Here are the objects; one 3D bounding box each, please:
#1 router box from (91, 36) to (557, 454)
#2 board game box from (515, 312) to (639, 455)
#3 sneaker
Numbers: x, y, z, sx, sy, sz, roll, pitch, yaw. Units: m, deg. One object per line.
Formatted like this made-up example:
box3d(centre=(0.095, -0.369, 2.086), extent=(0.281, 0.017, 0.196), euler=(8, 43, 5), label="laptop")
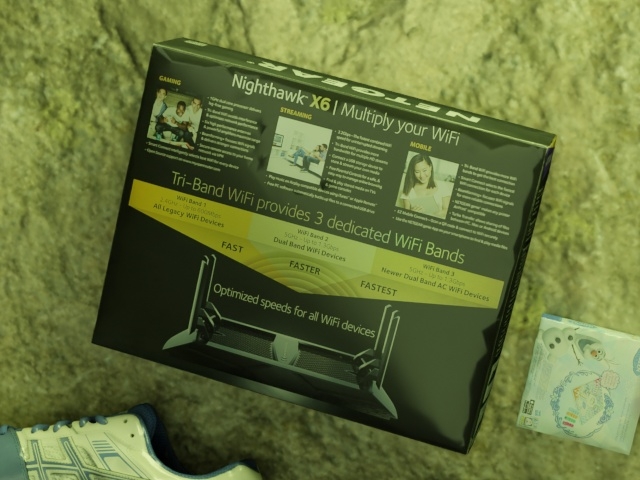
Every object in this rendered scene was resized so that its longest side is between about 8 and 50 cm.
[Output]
box3d(centre=(0.000, 0.000, 1.250), extent=(0.308, 0.081, 0.243), euler=(16, 104, 9), label="router box")
box3d(centre=(0.203, 0.110, 1.256), extent=(0.090, 0.020, 0.090), euler=(14, 103, 10), label="board game box")
box3d(centre=(-0.186, 0.183, 1.329), extent=(0.296, 0.112, 0.131), euler=(21, 87, 6), label="sneaker")
